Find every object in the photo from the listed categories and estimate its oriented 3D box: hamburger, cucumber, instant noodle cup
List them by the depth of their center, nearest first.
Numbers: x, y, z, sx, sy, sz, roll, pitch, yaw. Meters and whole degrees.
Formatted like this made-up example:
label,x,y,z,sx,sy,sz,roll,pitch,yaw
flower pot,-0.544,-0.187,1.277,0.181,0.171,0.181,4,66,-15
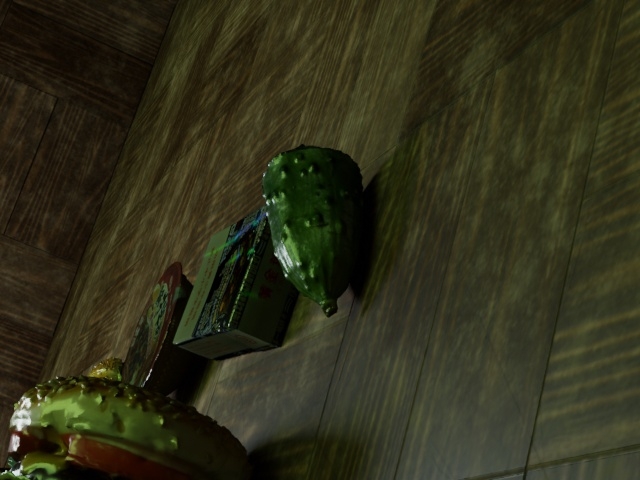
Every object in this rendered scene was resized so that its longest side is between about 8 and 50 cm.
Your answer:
label,x,y,z,sx,sy,sz,roll,pitch,yaw
cucumber,-0.003,-0.001,1.647,0.134,0.134,0.244,-54,30,36
hamburger,-0.259,0.316,1.653,0.330,0.330,0.250,-20,48,68
instant noodle cup,-0.256,0.177,2.223,0.274,0.091,0.274,-57,19,32
hamburger,-0.434,0.307,2.607,0.166,0.087,0.137,-48,25,46

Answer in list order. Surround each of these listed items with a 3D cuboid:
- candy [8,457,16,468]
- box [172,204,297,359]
label,x,y,z,sx,sy,sz,roll,pitch,yaw
candy,-0.546,0.628,2.416,0.263,0.172,0.397,-173,93,-77
box,-0.117,0.068,1.950,0.310,0.084,0.198,-23,46,67
